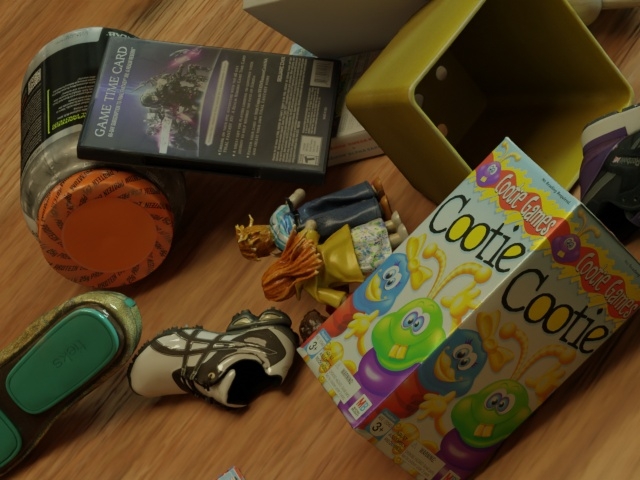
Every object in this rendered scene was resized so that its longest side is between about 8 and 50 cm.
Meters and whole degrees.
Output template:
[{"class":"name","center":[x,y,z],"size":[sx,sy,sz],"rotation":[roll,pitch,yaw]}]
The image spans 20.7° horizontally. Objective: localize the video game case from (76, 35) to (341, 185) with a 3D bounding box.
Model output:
[{"class":"video game case","center":[-0.121,-0.149,1.981],"size":[0.274,0.026,0.196],"rotation":[6,46,2]}]

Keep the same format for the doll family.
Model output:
[{"class":"doll family","center":[0.000,0.000,1.808],"size":[0.163,0.118,0.263],"rotation":[-21,35,-1]}]

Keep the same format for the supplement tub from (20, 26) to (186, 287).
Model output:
[{"class":"supplement tub","center":[-0.260,-0.099,2.087],"size":[0.194,0.193,0.316],"rotation":[-27,36,12]}]

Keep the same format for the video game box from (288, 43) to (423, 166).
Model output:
[{"class":"video game box","center":[0.034,-0.172,2.057],"size":[0.187,0.048,0.205],"rotation":[-10,43,26]}]

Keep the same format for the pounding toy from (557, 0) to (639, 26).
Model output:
[{"class":"pounding toy","center":[0.289,-0.283,1.907],"size":[0.183,0.110,0.237],"rotation":[-3,40,-17]}]

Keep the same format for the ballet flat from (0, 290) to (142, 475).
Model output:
[{"class":"ballet flat","center":[-0.330,0.167,1.917],"size":[0.348,0.123,0.123],"rotation":[-36,35,17]}]

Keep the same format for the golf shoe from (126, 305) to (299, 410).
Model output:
[{"class":"golf shoe","center":[-0.118,0.135,1.813],"size":[0.198,0.077,0.094],"rotation":[-21,39,22]}]

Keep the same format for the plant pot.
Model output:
[{"class":"plant pot","center":[0.154,-0.145,1.815],"size":[0.212,0.212,0.187],"rotation":[-52,26,-21]}]

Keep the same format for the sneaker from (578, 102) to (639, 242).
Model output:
[{"class":"sneaker","center":[0.334,-0.071,1.607],"size":[0.283,0.107,0.124],"rotation":[142,144,-62]}]

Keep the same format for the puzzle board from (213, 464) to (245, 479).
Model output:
[{"class":"puzzle board","center":[-0.099,0.280,1.691],"size":[0.096,0.011,0.128],"rotation":[-37,37,-2]}]

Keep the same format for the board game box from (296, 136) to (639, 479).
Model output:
[{"class":"board game box","center":[0.140,0.070,1.583],"size":[0.275,0.142,0.144],"rotation":[-45,36,4]}]

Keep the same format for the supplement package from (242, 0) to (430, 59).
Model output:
[{"class":"supplement package","center":[0.072,-0.314,1.946],"size":[0.262,0.204,0.145],"rotation":[-9,75,26]}]
